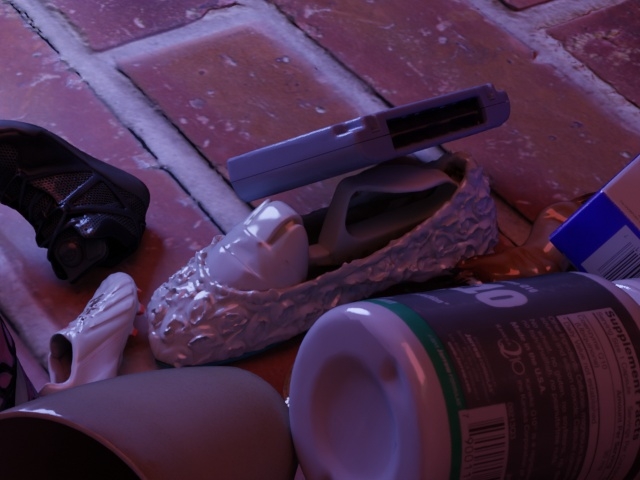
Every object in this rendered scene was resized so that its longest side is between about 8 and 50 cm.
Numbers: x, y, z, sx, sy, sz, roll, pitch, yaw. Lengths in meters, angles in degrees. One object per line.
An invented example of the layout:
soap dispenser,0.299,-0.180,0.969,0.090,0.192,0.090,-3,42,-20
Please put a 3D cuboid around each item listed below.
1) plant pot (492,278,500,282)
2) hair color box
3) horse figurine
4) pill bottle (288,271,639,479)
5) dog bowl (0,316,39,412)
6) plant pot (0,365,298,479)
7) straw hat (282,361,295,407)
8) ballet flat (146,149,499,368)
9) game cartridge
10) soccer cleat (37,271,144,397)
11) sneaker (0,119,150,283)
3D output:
plant pot,0.195,0.101,1.705,0.083,0.081,0.081,15,39,-3
hair color box,0.404,-0.036,1.797,0.185,0.110,0.339,48,51,5
horse figurine,0.263,0.019,1.818,0.174,0.066,0.263,27,47,19
pill bottle,0.172,0.135,1.518,0.361,0.204,0.204,-6,37,-35
dog bowl,-0.453,0.146,1.562,0.408,0.150,0.408,1,40,-1
plant pot,-0.135,0.210,1.449,0.256,0.256,0.274,22,27,22
straw hat,0.036,0.123,1.681,0.144,0.061,0.144,1,40,-1
ballet flat,0.000,0.000,1.776,0.409,0.147,0.147,-20,44,-24
game cartridge,0.047,-0.103,1.847,0.198,0.062,0.297,-20,-1,38
soccer cleat,-0.221,0.093,1.689,0.076,0.068,0.196,29,37,-19
sneaker,-0.282,-0.039,1.800,0.227,0.087,0.130,27,38,-24
